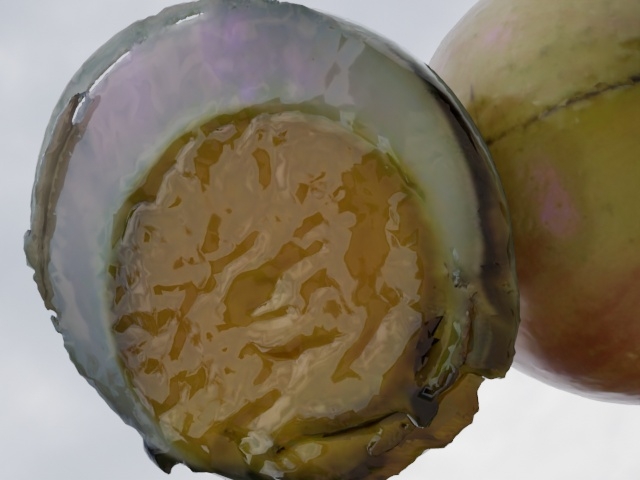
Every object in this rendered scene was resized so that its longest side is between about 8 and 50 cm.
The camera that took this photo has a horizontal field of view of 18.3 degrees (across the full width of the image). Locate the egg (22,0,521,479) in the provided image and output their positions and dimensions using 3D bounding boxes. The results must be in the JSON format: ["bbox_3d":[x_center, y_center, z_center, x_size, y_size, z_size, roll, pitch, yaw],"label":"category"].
[{"bbox_3d":[-0.001,-0.005,1.096,0.174,0.286,0.264,-13,-81,-57],"label":"egg"}]

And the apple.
[{"bbox_3d":[0.185,-0.038,1.190,0.286,0.286,0.233,-3,-23,-38],"label":"apple"}]
